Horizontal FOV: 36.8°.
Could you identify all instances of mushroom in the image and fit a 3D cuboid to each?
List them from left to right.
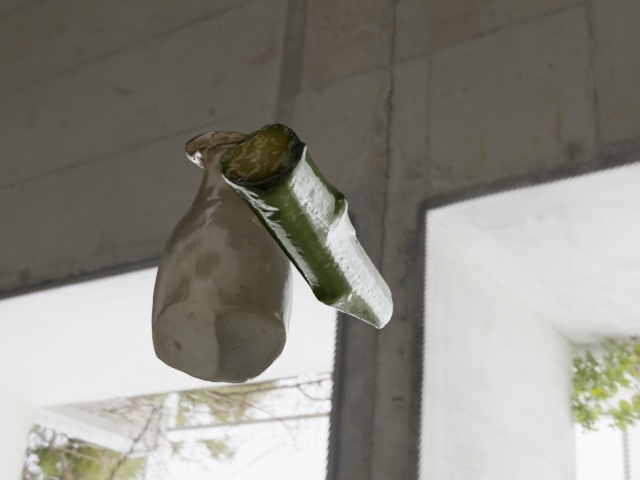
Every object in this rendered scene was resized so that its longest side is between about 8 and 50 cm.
[{"bbox_3d":[-0.062,0.006,0.677,0.097,0.088,0.212,-10,-136,23],"label":"mushroom"}]

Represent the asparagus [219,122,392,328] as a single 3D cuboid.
[{"bbox_3d":[0.000,0.000,0.528,0.045,0.178,0.041,-44,-126,-6],"label":"asparagus"}]
